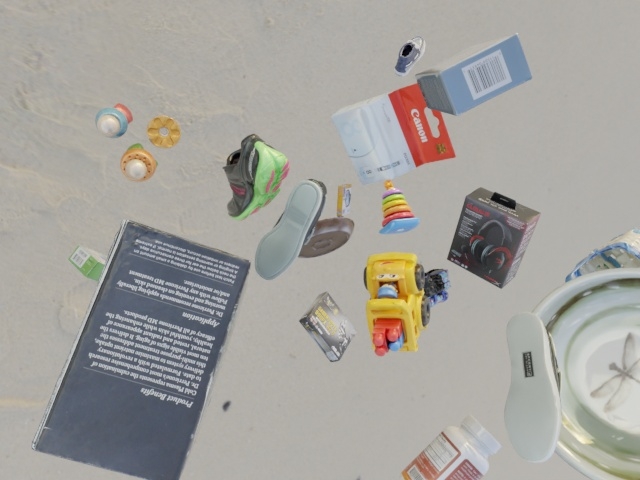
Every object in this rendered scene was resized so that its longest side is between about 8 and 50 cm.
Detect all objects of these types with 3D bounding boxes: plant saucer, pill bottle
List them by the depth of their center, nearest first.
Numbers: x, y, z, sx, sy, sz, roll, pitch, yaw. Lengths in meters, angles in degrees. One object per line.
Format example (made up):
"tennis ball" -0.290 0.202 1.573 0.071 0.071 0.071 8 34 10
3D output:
"plant saucer" 0.574 0.250 0.868 0.400 0.400 0.100 -56 143 -7
"pill bottle" 0.288 0.494 1.051 0.216 0.121 0.121 -43 133 -3
"plant saucer" 0.000 0.000 1.949 0.310 0.050 0.310 -17 158 -7

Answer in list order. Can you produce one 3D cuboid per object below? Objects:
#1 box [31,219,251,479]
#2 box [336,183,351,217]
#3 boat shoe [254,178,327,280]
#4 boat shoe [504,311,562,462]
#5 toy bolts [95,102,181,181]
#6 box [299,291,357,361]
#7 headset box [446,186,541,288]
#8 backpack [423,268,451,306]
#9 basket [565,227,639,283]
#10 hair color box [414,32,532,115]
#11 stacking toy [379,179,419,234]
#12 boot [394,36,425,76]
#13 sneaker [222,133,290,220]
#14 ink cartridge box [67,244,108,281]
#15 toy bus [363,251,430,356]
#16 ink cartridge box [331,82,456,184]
"box" -0.381 0.260 1.168 0.297 0.480 0.472 19 76 -5
"box" 0.094 -0.154 1.900 0.081 0.028 0.136 -26 120 -60
"boat shoe" -0.072 -0.025 1.271 0.302 0.114 0.091 -54 170 20
"boat shoe" 0.328 0.219 0.716 0.070 0.078 0.219 33 56 -34
"toy bolts" -0.546 -0.308 1.409 0.218 0.158 0.228 -41 115 5
"box" 0.036 0.358 1.982 0.231 0.056 0.183 54 43 -11
"headset box" 0.570 -0.023 1.581 0.110 0.218 0.293 -27 137 -39
"backpack" 0.368 0.166 1.617 0.173 0.158 0.117 -14 73 -42
"basket" 0.799 0.126 1.245 0.289 0.255 0.201 -32 165 -35
"hair color box" 0.376 -0.425 1.236 0.185 0.374 0.113 -25 106 10
"stacking toy" 0.353 -0.188 2.310 0.166 0.175 0.302 -6 73 -20
"boot" 0.314 -0.651 1.625 0.190 0.069 0.086 -62 171 -23
"sneaker" -0.256 -0.230 1.749 0.185 0.483 0.202 -37 86 -32
"ink cartridge box" -0.680 0.094 1.515 0.062 0.109 0.209 -55 153 -6
"toy bus" 0.167 0.165 1.138 0.211 0.149 0.220 -50 133 -57
"ink cartridge box" 0.266 -0.384 1.765 0.091 0.385 0.308 -50 122 -42
